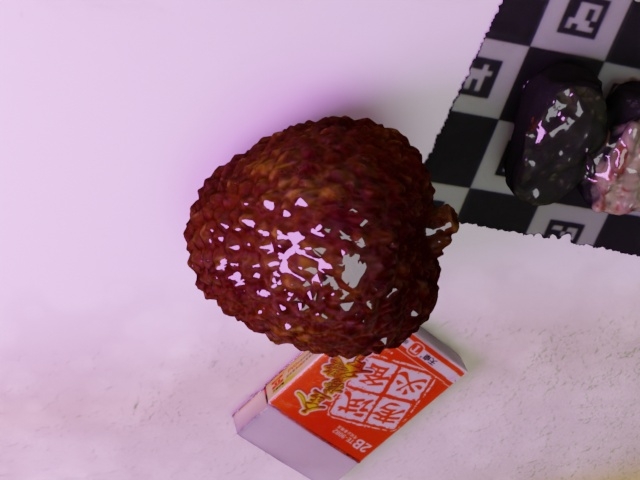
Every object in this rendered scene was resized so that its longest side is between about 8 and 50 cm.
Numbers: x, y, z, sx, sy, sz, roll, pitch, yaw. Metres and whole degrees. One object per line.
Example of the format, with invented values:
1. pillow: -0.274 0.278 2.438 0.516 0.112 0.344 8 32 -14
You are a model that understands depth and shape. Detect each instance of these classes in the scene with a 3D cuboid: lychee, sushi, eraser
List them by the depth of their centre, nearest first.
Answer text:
1. lychee: 0.000 0.000 1.330 0.271 0.236 0.236 -8 131 24
2. sushi: 0.316 -0.086 1.412 0.373 0.100 0.296 11 122 -19
3. eraser: 0.032 0.175 1.577 0.230 0.038 0.157 -43 123 17
